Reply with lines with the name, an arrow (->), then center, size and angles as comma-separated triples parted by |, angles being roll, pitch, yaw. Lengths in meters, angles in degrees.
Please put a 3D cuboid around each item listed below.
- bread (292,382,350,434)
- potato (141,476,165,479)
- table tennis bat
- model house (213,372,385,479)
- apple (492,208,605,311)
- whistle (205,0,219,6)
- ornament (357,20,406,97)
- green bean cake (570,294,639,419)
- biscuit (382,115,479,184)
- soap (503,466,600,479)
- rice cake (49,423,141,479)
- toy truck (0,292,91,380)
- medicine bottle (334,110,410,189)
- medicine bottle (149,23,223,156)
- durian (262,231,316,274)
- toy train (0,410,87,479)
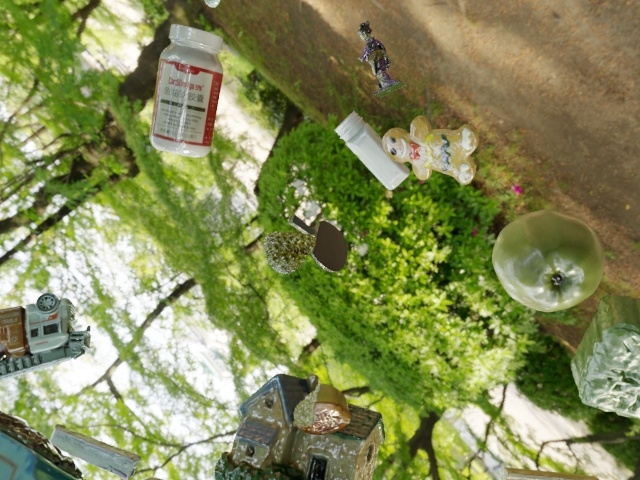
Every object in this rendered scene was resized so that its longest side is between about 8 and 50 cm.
bread -> 0.011, 0.432, 1.189 | 0.125, 0.156, 0.086 | 20, -142, -19
potato -> -0.348, 0.599, 0.978 | 0.200, 0.137, 0.154 | 31, 124, 55
table tennis bat -> 0.000, 0.000, 1.643 | 0.022, 0.173, 0.301 | -12, 145, 41
model house -> -0.034, 0.567, 1.362 | 0.382, 0.342, 0.334 | 9, 163, 27
apple -> 0.777, 0.074, 1.613 | 0.357, 0.357, 0.357 | 46, 170, 11
whistle -> -0.100, -0.394, 0.529 | 0.126, 0.258, 0.067 | 16, -169, 36
ornament -> 0.147, -0.494, 1.293 | 0.203, 0.081, 0.088 | 61, -156, -1
green bean cake -> 0.620, 0.235, 0.900 | 0.222, 0.125, 0.248 | 13, 129, 13
biscuit -> 0.242, -0.205, 1.076 | 0.240, 0.035, 0.158 | 16, 133, 37
soap -> 0.625, 0.678, 1.275 | 0.252, 0.092, 0.037 | 4, 178, 4
rice cake -> -0.457, 0.421, 0.943 | 0.211, 0.043, 0.034 | 13, 170, 16
toy truck -> -0.754, 0.251, 1.176 | 0.133, 0.338, 0.184 | 122, 134, -61
medicine bottle -> 0.203, -0.353, 1.852 | 0.324, 0.124, 0.179 | 44, -166, -8
medicine bottle -> -0.279, -0.310, 0.995 | 0.131, 0.250, 0.131 | 13, -165, -3
durian -> -0.103, 0.039, 1.345 | 0.187, 0.108, 0.119 | -11, 158, 36
toy train -> -0.413, 0.306, 0.488 | 0.300, 0.265, 0.188 | 19, 142, 16
